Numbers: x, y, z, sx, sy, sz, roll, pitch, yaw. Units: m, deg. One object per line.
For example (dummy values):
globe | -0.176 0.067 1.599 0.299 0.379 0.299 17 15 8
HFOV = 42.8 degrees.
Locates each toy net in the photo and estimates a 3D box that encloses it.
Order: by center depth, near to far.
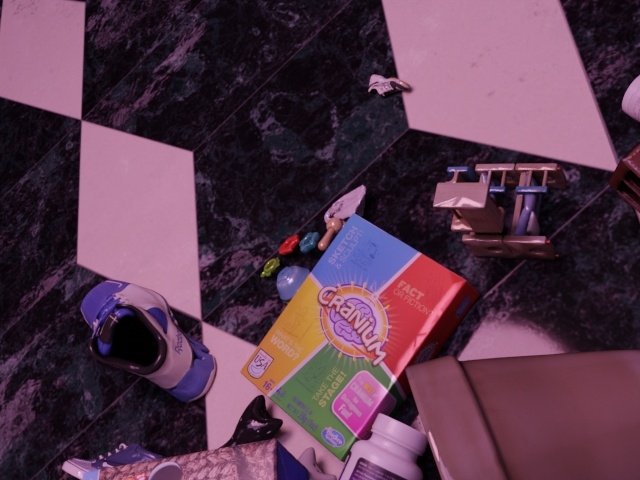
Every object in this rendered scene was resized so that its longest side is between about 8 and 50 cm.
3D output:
toy net | 0.000 0.000 1.380 0.232 0.045 0.122 -47 25 -1

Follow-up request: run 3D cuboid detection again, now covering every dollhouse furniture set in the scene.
dollhouse furniture set | 0.263 -0.066 1.163 0.129 0.183 0.129 2 68 31

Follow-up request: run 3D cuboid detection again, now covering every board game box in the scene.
board game box | -0.167 0.417 1.089 0.291 0.141 0.232 -14 53 13
board game box | 0.055 0.145 1.258 0.242 0.064 0.316 32 86 37

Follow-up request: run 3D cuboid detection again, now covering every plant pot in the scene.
plant pot | 0.279 0.259 0.950 0.280 0.323 0.323 -18 57 2

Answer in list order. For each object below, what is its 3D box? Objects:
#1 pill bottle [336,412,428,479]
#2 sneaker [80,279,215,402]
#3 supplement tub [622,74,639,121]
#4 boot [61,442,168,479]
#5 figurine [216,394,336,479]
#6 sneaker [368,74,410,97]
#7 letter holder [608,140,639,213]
pill bottle | 0.076 0.342 1.121 0.108 0.108 0.193 19 78 36
sneaker | -0.330 0.145 1.410 0.315 0.182 0.127 32 84 37
supplement tub | 0.493 -0.187 1.159 0.071 0.071 0.107 -47 52 3
boot | -0.346 0.381 1.384 0.190 0.069 0.086 12 66 26
figurine | -0.098 0.370 1.229 0.209 0.092 0.215 -50 53 -5
sneaker | 0.121 -0.269 1.448 0.083 0.032 0.037 18 91 40
letter holder | 0.550 -0.115 1.004 0.302 0.152 0.214 -44 76 4
